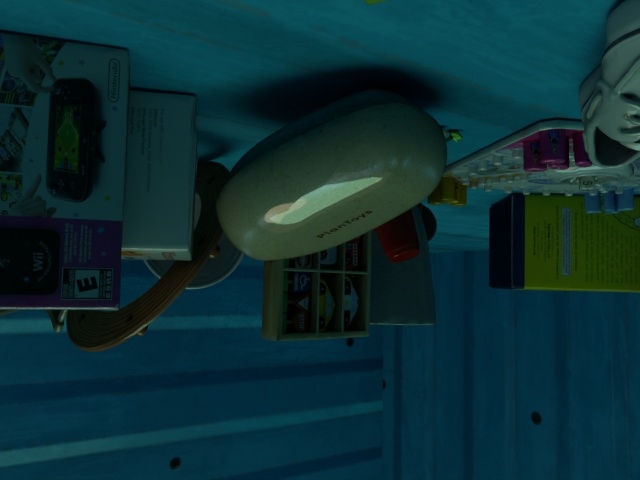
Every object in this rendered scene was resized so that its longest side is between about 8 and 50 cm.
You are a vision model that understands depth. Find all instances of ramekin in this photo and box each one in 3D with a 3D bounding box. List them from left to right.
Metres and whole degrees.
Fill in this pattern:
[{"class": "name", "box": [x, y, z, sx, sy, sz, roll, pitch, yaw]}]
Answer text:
[{"class": "ramekin", "box": [-0.253, -0.014, 1.131, 0.207, 0.207, 0.109, 3, -176, -16]}]

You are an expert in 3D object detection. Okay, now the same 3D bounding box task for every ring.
[{"class": "ring", "box": [-0.250, 0.018, 0.854, 0.336, 0.337, 0.032, -3, 141, 45]}]

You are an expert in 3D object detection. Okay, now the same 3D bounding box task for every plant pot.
[{"class": "plant pot", "box": [0.053, 0.011, 0.987, 0.246, 0.253, 0.248, 1, 175, -1]}]

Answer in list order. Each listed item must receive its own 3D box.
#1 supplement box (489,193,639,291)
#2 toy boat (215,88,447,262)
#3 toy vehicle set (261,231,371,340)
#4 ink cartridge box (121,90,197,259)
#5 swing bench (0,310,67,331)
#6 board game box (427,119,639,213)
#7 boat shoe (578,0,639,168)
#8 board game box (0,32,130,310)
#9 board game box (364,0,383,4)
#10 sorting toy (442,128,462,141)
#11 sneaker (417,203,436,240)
[{"class": "supplement box", "box": [0.561, 0.011, 1.223, 0.356, 0.196, 0.194, 2, 176, 3]}, {"class": "toy boat", "box": [0.029, -0.066, 0.669, 0.267, 0.148, 0.318, -24, 159, 23]}, {"class": "toy vehicle set", "box": [0.000, 0.000, 0.787, 0.165, 0.267, 0.035, 4, 176, -40]}, {"class": "ink cartridge box", "box": [-0.257, -0.066, 0.637, 0.232, 0.168, 0.171, 1, 175, -12]}, {"class": "swing bench", "box": [-0.528, 0.012, 0.946, 0.254, 0.253, 0.165, 5, -148, -51]}, {"class": "board game box", "box": [0.407, -0.093, 0.869, 0.389, 0.051, 0.390, 2, 175, -11]}, {"class": "boat shoe", "box": [0.260, -0.113, 0.444, 0.095, 0.084, 0.258, 0, 175, 19]}, {"class": "board game box", "box": [-0.319, -0.054, 0.468, 0.303, 0.224, 0.097, 2, 176, -18]}, {"class": "board game box", "box": [0.079, -0.155, 0.230, 0.181, 0.043, 0.092, -2, 175, 32]}, {"class": "sorting toy", "box": [0.132, -0.130, 0.715, 0.083, 0.012, 0.062, 6, 170, -12]}, {"class": "sneaker", "box": [0.082, -0.059, 1.185, 0.313, 0.116, 0.136, 8, -174, 1]}]
